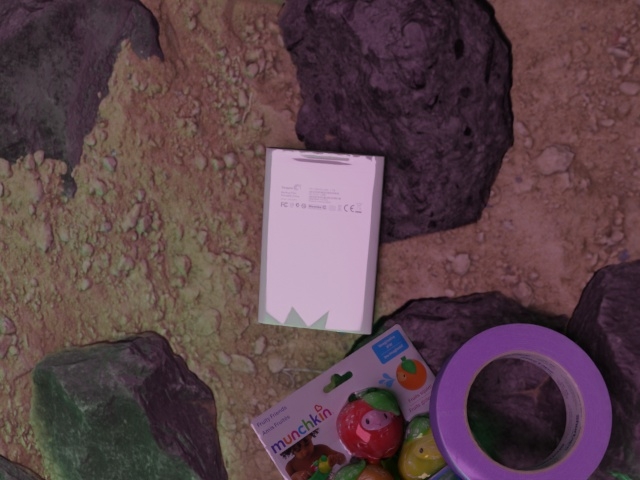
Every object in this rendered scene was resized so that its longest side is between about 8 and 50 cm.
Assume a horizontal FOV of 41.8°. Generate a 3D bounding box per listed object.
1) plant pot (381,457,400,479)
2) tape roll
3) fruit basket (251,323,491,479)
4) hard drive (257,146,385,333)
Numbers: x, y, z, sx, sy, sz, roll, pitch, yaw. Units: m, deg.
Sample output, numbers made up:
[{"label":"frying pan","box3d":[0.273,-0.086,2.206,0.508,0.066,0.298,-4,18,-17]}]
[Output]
[{"label":"plant pot","box3d":[0.104,0.441,1.538,0.081,0.081,0.083,-4,89,23]},{"label":"tape roll","box3d":[0.316,0.274,1.343,0.274,0.090,0.275,0,76,0]},{"label":"fruit basket","box3d":[0.110,0.366,1.418,0.327,0.165,0.353,-30,85,-19]},{"label":"hard drive","box3d":[0.000,0.000,1.501,0.210,0.040,0.319,5,101,8]}]
